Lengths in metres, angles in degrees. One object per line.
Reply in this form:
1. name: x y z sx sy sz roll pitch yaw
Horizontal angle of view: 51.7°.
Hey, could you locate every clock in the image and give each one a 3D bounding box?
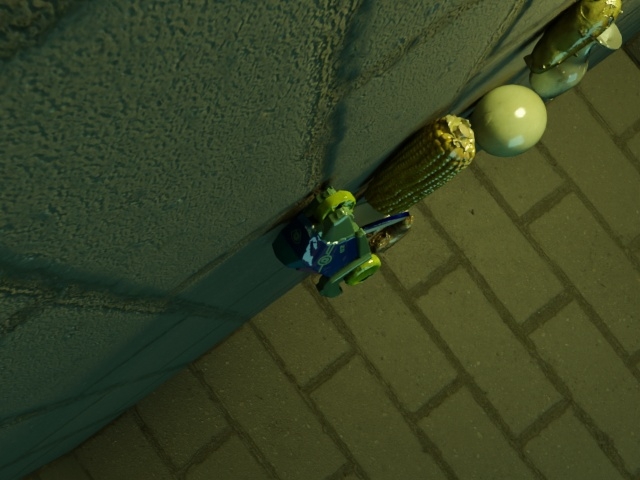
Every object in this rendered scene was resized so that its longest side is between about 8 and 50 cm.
1. clock: 0.137 -0.066 1.908 0.231 0.083 0.230 -22 177 -1

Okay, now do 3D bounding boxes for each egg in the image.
1. egg: 0.501 -0.318 1.758 0.253 0.186 0.186 -27 169 -47

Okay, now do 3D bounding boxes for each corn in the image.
1. corn: 0.240 -0.170 1.623 0.144 0.144 0.387 -33 172 -34

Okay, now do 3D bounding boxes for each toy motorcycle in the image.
1. toy motorcycle: 0.000 0.000 1.459 0.200 0.191 0.326 -33 160 -2

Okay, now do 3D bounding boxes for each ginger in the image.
1. ginger: 0.253 -0.029 2.279 0.213 0.074 0.137 -46 173 29

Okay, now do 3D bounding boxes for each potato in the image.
1. potato: 0.538 -0.443 1.413 0.225 0.090 0.117 -41 173 32

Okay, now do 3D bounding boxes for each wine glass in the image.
1. wine glass: 0.672 -0.486 1.763 0.126 0.126 0.241 -34 175 -33

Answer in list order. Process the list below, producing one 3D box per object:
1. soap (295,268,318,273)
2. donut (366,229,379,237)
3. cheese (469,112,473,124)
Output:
1. soap: 0.028 0.068 2.196 0.203 0.065 0.122 10 153 -34
2. donut: 0.130 -0.041 2.291 0.270 0.103 0.269 -38 176 -3
3. cheese: 0.500 -0.371 1.984 0.137 0.064 0.227 -33 173 -6
